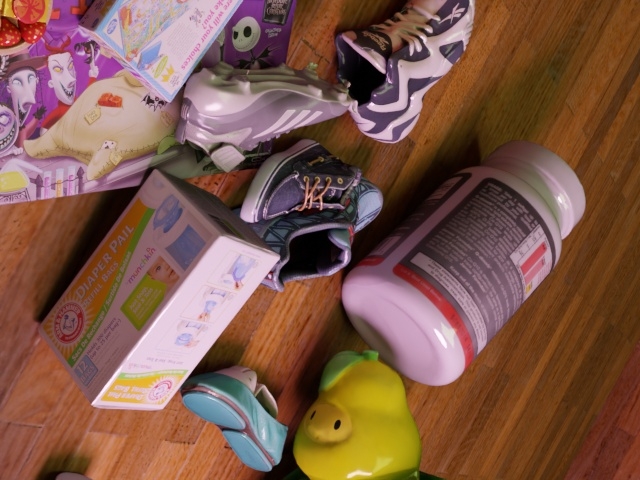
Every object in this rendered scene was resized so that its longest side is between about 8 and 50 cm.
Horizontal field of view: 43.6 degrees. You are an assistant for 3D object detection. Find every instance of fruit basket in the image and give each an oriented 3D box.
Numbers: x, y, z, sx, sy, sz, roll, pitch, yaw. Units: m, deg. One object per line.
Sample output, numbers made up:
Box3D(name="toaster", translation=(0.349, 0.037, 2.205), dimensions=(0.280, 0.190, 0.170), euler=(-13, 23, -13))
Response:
Box3D(name="fruit basket", translation=(0.041, 0.355, 1.092), dimensions=(0.283, 0.392, 0.392), euler=(-34, 136, -34))

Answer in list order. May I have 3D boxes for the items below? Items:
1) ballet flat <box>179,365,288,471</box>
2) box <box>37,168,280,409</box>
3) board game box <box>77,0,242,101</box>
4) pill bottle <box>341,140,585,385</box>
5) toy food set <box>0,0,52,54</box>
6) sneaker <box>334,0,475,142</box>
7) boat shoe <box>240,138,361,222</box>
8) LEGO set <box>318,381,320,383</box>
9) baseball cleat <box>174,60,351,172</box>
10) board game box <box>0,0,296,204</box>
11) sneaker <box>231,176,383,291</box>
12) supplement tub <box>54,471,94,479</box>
Box3D(name="ballet flat", translation=(-0.106, 0.212, 1.029), dimensions=(0.247, 0.083, 0.087), euler=(64, 38, -49))
Box3D(name="box", translation=(-0.158, 0.052, 0.778), dimensions=(0.203, 0.114, 0.103), euler=(-53, 150, 8))
Box3D(name="board game box", translation=(-0.122, -0.210, 0.682), dimensions=(0.154, 0.026, 0.103), euler=(-56, 144, -7))
Box3D(name="pill bottle", translation=(0.220, 0.021, 1.177), dimensions=(0.363, 0.210, 0.210), euler=(-42, 140, -25))
Box3D(name="toy food set", translation=(-0.230, -0.174, 0.578), dimensions=(0.083, 0.020, 0.082), euler=(-6, 117, -49))
Box3D(name="sneaker", translation=(0.093, -0.238, 0.946), dimensions=(0.235, 0.094, 0.153), euler=(-57, 154, 11))
Box3D(name="boat shoe", translation=(-0.015, -0.060, 0.887), dimensions=(0.183, 0.083, 0.065), euler=(-48, 161, -56))
Box3D(name="LEGO set", translation=(0.020, 0.209, 1.223), dimensions=(0.054, 0.023, 0.083), euler=(-65, 158, 8))
Box3D(name="baseball cleat", translation=(-0.059, -0.123, 0.796), dimensions=(0.206, 0.072, 0.109), euler=(-4, 130, -45))
Box3D(name="board game box", translation=(-0.168, -0.150, 0.726), dimensions=(0.347, 0.056, 0.208), euler=(-15, 120, -46))
Box3D(name="sneaker", translation=(0.000, 0.000, 0.963), dimensions=(0.262, 0.125, 0.104), euler=(-26, 132, -39))
Box3D(name="supplement tub", translation=(-0.282, 0.317, 0.873), dimensions=(0.071, 0.071, 0.107), euler=(27, 92, -55))
